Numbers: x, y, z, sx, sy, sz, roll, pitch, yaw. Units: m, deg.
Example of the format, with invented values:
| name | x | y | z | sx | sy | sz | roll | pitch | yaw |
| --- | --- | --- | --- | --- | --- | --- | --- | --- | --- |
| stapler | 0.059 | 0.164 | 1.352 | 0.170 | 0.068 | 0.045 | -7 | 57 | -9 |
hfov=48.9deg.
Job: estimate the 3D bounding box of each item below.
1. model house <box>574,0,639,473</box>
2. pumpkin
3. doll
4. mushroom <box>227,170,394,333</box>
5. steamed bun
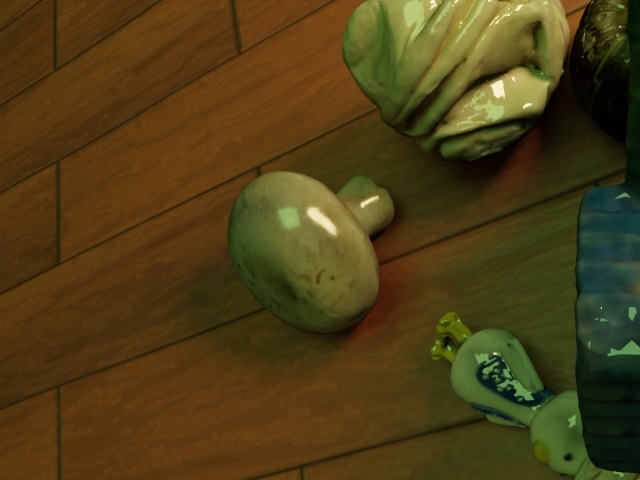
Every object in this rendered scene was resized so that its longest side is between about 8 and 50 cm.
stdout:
| name | x | y | z | sx | sy | sz | roll | pitch | yaw |
| --- | --- | --- | --- | --- | --- | --- | --- | --- | --- |
| model house | 0.395 | -0.033 | 0.519 | 0.395 | 0.400 | 0.445 | 1 | 94 | 27 |
| pumpkin | 0.407 | -0.224 | 0.810 | 0.238 | 0.159 | 0.238 | -13 | 67 | 33 |
| doll | 0.243 | 0.188 | 0.798 | 0.293 | 0.119 | 0.138 | 37 | 138 | 37 |
| mushroom | 0.000 | 0.000 | 0.987 | 0.243 | 0.243 | 0.243 | -12 | 67 | 29 |
| steamed bun | 0.182 | -0.204 | 0.876 | 0.268 | 0.280 | 0.207 | -27 | 69 | 24 |
